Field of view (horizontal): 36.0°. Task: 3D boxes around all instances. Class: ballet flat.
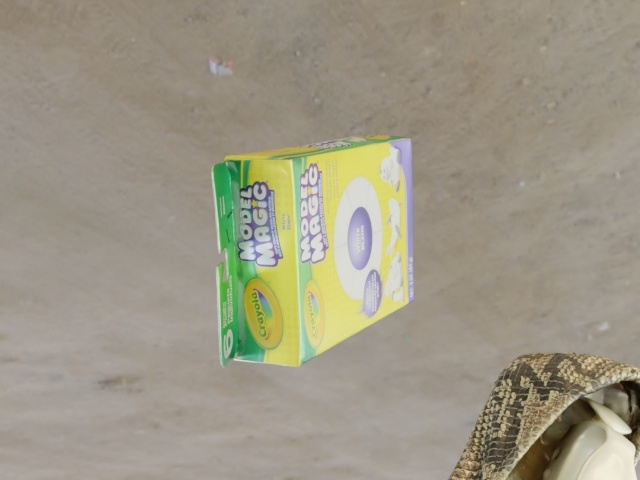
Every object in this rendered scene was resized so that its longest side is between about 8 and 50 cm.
[{"bbox_3d":[0.141,0.282,0.779,0.164,0.483,0.182,43,153,-16],"label":"ballet flat"}]

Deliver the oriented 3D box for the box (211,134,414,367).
[{"bbox_3d":[0.000,0.000,0.528,0.043,0.105,0.179,3,-169,28],"label":"box"}]
